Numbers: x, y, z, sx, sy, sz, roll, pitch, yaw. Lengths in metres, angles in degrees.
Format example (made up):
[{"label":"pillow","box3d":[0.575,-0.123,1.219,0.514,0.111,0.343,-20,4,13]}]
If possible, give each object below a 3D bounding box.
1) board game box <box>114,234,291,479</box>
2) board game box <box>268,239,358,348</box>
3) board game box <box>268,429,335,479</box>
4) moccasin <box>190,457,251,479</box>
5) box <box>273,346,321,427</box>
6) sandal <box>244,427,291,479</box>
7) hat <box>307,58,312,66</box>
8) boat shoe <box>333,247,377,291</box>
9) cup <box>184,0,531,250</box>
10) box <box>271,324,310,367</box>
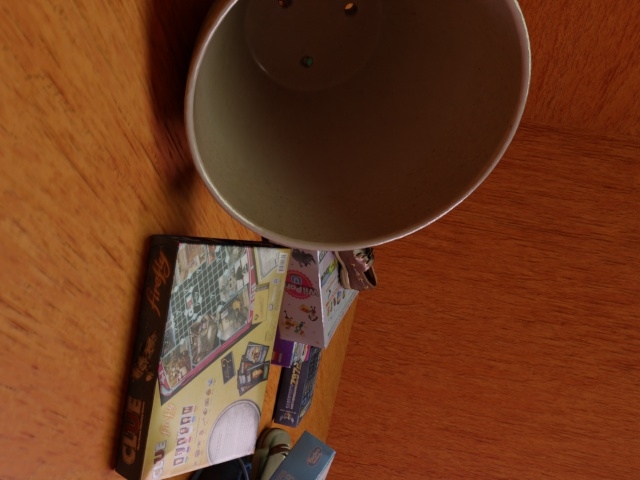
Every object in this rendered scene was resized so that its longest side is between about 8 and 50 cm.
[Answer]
[{"label":"board game box","box3d":[-0.119,0.119,0.719,0.165,0.042,0.243,5,97,-52]},{"label":"board game box","box3d":[0.000,0.000,1.193,0.224,0.098,0.303,-53,145,-50]},{"label":"board game box","box3d":[-0.083,0.492,1.186,0.242,0.064,0.316,-48,163,-32]},{"label":"moccasin","box3d":[-0.139,0.398,0.921,0.342,0.117,0.137,-42,142,-77]},{"label":"box","box3d":[-0.047,0.325,1.616,0.233,0.059,0.183,8,92,-82]},{"label":"sandal","box3d":[-0.098,0.458,1.357,0.303,0.086,0.120,20,81,-81]},{"label":"hat","box3d":[-0.050,-0.262,1.004,0.208,0.184,0.173,60,-4,8]},{"label":"boat shoe","box3d":[0.062,0.021,1.144,0.178,0.060,0.064,76,31,-46]},{"label":"cup","box3d":[0.016,-0.190,0.721,0.237,0.331,0.331,-109,-163,-48]},{"label":"box","box3d":[-0.040,0.105,1.395,0.201,0.057,0.293,34,67,-79]}]
